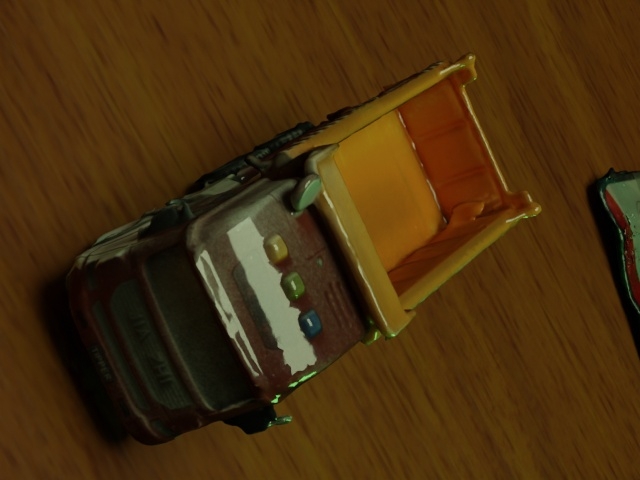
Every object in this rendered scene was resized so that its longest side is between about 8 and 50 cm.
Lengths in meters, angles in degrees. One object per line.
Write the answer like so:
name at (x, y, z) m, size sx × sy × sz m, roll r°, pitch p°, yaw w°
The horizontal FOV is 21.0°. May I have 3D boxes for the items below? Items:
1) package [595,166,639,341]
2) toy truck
package at (0.290, 0.015, 1.311) m, size 0.232 × 0.040 × 0.166 m, roll -10°, pitch 82°, yaw -53°
toy truck at (0.000, 0.000, 0.857) m, size 0.270 × 0.135 × 0.114 m, roll -35°, pitch 102°, yaw -54°
